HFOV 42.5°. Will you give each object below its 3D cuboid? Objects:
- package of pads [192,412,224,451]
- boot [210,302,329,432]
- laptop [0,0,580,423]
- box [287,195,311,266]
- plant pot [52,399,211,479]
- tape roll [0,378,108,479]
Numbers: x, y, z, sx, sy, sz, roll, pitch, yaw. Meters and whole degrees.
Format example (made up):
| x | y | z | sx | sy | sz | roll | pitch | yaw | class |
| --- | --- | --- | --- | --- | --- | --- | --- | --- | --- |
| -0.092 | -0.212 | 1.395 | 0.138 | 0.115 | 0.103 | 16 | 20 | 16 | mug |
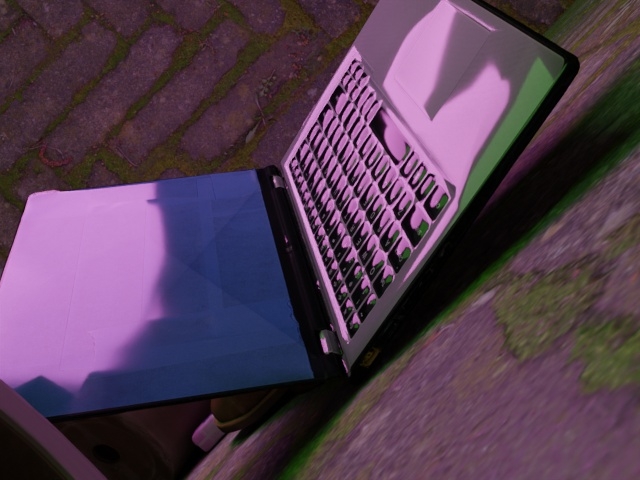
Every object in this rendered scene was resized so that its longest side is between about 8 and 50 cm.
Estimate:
| x | y | z | sx | sy | sz | roll | pitch | yaw | class |
| --- | --- | --- | --- | --- | --- | --- | --- | --- | --- |
| -0.126 | 0.229 | 1.058 | 0.083 | 0.032 | 0.050 | -46 | 3 | 5 | package of pads |
| -0.062 | 0.109 | 0.839 | 0.112 | 0.115 | 0.305 | -49 | 1 | -36 | boot |
| -0.072 | -0.074 | 0.676 | 0.408 | 0.236 | 0.382 | -57 | 24 | 19 | laptop |
| 0.000 | 0.000 | 1.054 | 0.345 | 0.168 | 0.215 | -45 | 2 | 36 | box |
| -0.256 | 0.198 | 1.169 | 0.323 | 0.323 | 0.280 | -46 | 17 | 32 | plant pot |
| -0.188 | 0.154 | 0.345 | 0.169 | 0.246 | 0.246 | -46 | 1 | -11 | tape roll |
